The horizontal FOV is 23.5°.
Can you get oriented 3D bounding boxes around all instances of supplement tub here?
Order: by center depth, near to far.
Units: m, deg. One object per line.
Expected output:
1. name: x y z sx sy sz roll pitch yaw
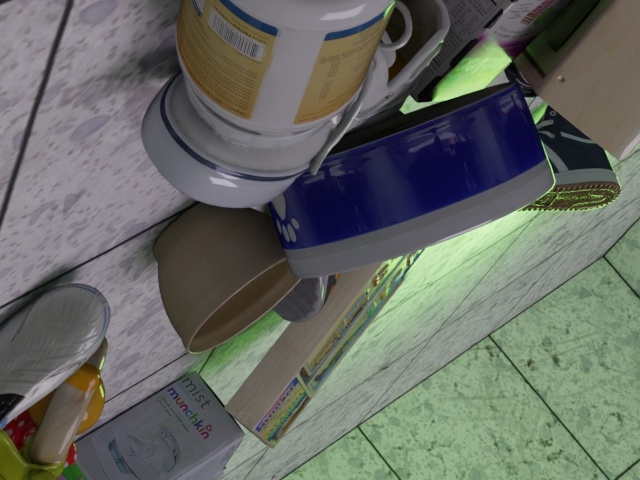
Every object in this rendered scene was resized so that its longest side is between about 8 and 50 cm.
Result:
1. supplement tub: -0.025 -0.164 1.071 0.144 0.144 0.200 -33 166 -24

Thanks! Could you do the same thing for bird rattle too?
1. bird rattle: -0.264 0.188 1.572 0.207 0.143 0.253 -61 -178 11

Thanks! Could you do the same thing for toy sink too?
1. toy sink: 0.297 -0.213 1.645 0.153 0.131 0.234 -50 -163 15

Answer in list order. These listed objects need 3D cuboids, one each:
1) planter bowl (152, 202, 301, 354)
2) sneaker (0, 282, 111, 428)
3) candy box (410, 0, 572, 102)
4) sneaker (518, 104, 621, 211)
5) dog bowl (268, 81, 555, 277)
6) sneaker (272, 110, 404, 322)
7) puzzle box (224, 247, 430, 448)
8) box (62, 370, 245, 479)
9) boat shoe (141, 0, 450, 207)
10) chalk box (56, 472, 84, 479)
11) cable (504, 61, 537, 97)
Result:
1. planter bowl: -0.102 0.023 1.569 0.162 0.109 0.162 -37 168 -9
2. sneaker: -0.296 0.127 1.450 0.237 0.085 0.086 -35 174 -3
3. candy box: 0.184 -0.243 1.544 0.233 0.071 0.159 -44 166 25
4. sneaker: 0.290 -0.127 2.220 0.282 0.153 0.099 2 151 -23
5. dog bowl: 0.080 -0.059 1.454 0.265 0.104 0.265 -20 -173 2
6. sneaker: 0.035 -0.029 1.740 0.180 0.124 0.321 -30 164 -31
7. puzzle box: 0.028 0.101 2.115 0.409 0.052 0.272 -52 168 -7
8. box: -0.256 0.335 2.157 0.231 0.127 0.262 -31 165 -34
9. boat shoe: 0.007 -0.144 1.252 0.367 0.136 0.156 -27 163 -53
10. chalk box: -0.378 0.345 1.750 0.289 0.179 0.180 -48 164 29
11. cable: 0.281 -0.244 1.764 0.150 0.047 0.184 11 119 -44
